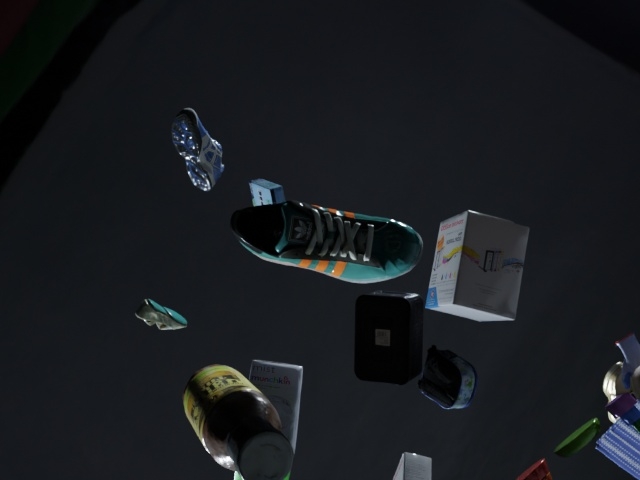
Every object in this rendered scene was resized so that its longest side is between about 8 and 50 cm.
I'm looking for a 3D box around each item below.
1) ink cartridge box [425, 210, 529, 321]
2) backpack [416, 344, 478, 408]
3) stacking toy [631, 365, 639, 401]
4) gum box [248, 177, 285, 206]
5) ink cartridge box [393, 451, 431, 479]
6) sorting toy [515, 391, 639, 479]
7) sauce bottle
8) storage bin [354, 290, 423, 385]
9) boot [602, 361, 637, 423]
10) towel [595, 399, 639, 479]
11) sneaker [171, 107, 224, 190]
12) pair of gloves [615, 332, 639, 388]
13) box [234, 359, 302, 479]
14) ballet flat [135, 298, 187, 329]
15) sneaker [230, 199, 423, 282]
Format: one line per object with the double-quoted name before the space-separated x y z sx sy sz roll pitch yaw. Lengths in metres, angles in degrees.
"ink cartridge box" 0.382 0.067 1.802 0.171 0.168 0.233 152 131 -73
"backpack" 0.267 0.283 1.485 0.114 0.084 0.105 34 112 57
"stacking toy" 0.761 0.215 1.490 0.141 0.141 0.330 -59 -17 -46
"gum box" -0.139 -0.083 2.028 0.041 0.157 0.184 -16 17 -21
"ink cartridge box" 0.253 0.722 2.052 0.203 0.085 0.148 -77 0 -50
"sorting toy" 0.603 0.507 1.677 0.365 0.126 0.127 -39 -18 1
"sauce bottle" -0.116 0.253 1.024 0.111 0.111 0.344 -58 17 -10
"storage bin" 0.142 0.199 1.522 0.084 0.122 0.180 -7 -82 -63
"boot" 0.948 0.501 2.180 0.095 0.262 0.203 -27 34 -14
"towel" 0.854 0.462 1.756 0.040 0.243 0.336 -35 -24 -52
"sneaker" -0.279 -0.218 1.692 0.081 0.080 0.211 -51 -34 -36
"pair of gloves" 0.769 0.269 1.664 0.198 0.159 0.023 -32 -16 24
"box" -0.119 0.445 1.677 0.231 0.126 0.262 -86 5 -45
"ballet flat" -0.382 0.183 1.744 0.052 0.057 0.168 -46 -34 0
"sneaker" 0.000 0.000 1.122 0.121 0.302 0.108 27 -111 -66
